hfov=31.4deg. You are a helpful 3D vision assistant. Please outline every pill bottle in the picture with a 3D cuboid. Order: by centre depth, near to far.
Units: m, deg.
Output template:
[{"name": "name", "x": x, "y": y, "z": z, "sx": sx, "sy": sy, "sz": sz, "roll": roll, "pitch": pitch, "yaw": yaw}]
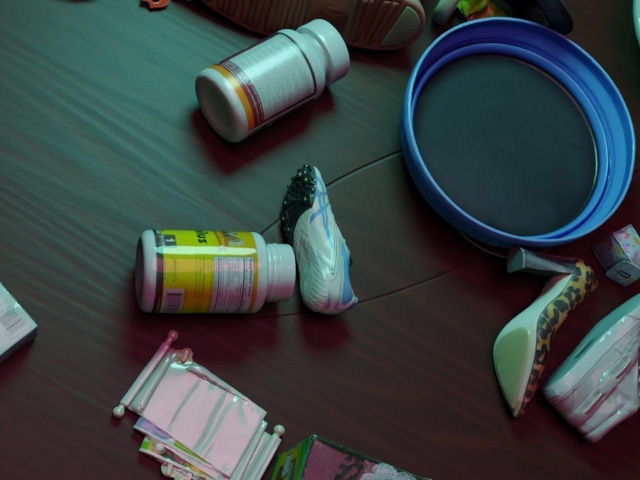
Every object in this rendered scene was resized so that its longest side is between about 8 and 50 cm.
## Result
[{"name": "pill bottle", "x": -0.149, "y": 0.045, "z": 1.608, "sx": 0.215, "sy": 0.117, "sz": 0.117, "roll": 1, "pitch": 70, "yaw": -17}, {"name": "pill bottle", "x": -0.071, "y": -0.248, "z": 1.739, "sx": 0.221, "sy": 0.121, "sz": 0.121, "roll": -32, "pitch": 82, "yaw": -25}]

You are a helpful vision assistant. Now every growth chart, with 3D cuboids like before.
[{"name": "growth chart", "x": -0.168, "y": 0.259, "z": 1.575, "sx": 0.237, "sy": 0.021, "sz": 0.172, "roll": 40, "pitch": 65, "yaw": 0}]

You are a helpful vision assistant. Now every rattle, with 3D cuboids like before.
[{"name": "rattle", "x": 0.268, "y": -0.403, "z": 1.854, "sx": 0.130, "sy": 0.199, "sz": 0.142, "roll": -36, "pitch": 84, "yaw": -24}]

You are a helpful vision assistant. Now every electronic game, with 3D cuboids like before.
[{"name": "electronic game", "x": 0.338, "y": -0.430, "z": 1.884, "sx": 0.048, "sy": 0.229, "sz": 0.229, "roll": -42, "pitch": 85, "yaw": 5}]

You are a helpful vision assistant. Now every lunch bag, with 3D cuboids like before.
[{"name": "lunch bag", "x": 0.487, "y": 0.028, "z": 1.830, "sx": 0.053, "sy": 0.071, "sz": 0.083, "roll": -24, "pitch": 79, "yaw": -25}]

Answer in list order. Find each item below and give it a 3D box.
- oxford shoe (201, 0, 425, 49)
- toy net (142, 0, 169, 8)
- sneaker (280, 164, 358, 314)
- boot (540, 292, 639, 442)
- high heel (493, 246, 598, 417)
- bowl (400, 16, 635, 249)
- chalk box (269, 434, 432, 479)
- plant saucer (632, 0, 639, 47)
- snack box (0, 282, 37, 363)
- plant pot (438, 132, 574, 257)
[{"name": "oxford shoe", "x": -0.029, "y": -0.413, "z": 1.827, "sx": 0.397, "sy": 0.140, "sz": 0.146, "roll": 13, "pitch": 46, "yaw": -15}, {"name": "toy net", "x": -0.311, "y": -0.418, "z": 1.778, "sx": 0.232, "sy": 0.045, "sz": 0.122, "roll": -12, "pitch": 103, "yaw": -18}, {"name": "sneaker", "x": 0.000, "y": 0.000, "z": 1.698, "sx": 0.086, "sy": 0.085, "sz": 0.237, "roll": 10, "pitch": 61, "yaw": -42}, {"name": "boot", "x": 0.462, "y": 0.196, "z": 1.759, "sx": 0.258, "sy": 0.095, "sz": 0.123, "roll": -41, "pitch": 91, "yaw": -17}, {"name": "high heel", "x": 0.362, "y": 0.148, "z": 1.753, "sx": 0.186, "sy": 0.093, "sz": 0.261, "roll": 12, "pitch": 79, "yaw": -35}, {"name": "bowl", "x": 0.310, "y": -0.167, "z": 1.812, "sx": 0.391, "sy": 0.077, "sz": 0.391, "roll": 5, "pitch": 69, "yaw": -15}, {"name": "chalk box", "x": 0.003, "y": 0.429, "z": 1.479, "sx": 0.180, "sy": 0.179, "sz": 0.289, "roll": 23, "pitch": 66, "yaw": -9}, {"name": "plant saucer", "x": 0.717, "y": -0.347, "z": 2.024, "sx": 0.400, "sy": 0.100, "sz": 0.400, "roll": 6, "pitch": 69, "yaw": -15}, {"name": "snack box", "x": -0.553, "y": 0.059, "z": 1.512, "sx": 0.187, "sy": 0.060, "sz": 0.322, "roll": -40, "pitch": 85, "yaw": -26}, {"name": "plant pot", "x": 0.295, "y": -0.078, "z": 1.834, "sx": 0.236, "sy": 0.032, "sz": 0.236, "roll": 5, "pitch": 70, "yaw": -14}]
